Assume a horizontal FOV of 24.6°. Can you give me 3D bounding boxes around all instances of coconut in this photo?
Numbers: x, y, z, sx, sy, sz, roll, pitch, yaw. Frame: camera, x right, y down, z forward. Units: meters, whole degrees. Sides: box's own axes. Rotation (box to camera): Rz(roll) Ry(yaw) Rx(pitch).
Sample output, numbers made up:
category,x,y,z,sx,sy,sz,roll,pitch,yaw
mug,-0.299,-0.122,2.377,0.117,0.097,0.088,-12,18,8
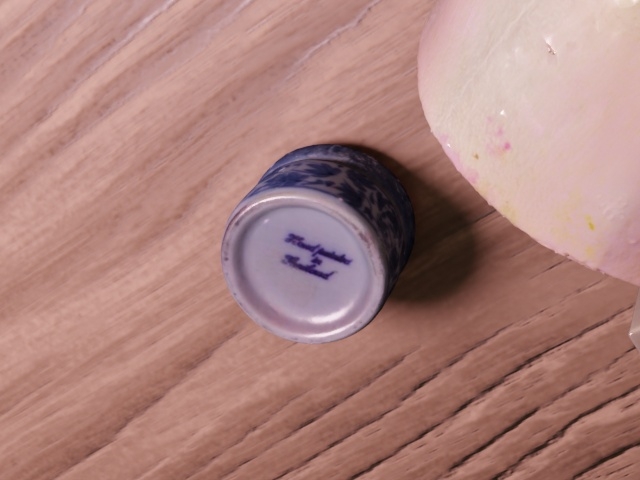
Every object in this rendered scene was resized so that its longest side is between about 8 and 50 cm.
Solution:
category,x,y,z,sx,sy,sz,roll,pitch,yaw
coconut,0.219,-0.122,0.998,0.297,0.297,0.309,31,139,1

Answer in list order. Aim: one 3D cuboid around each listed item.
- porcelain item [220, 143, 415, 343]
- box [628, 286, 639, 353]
category,x,y,z,sx,sy,sz,roll,pitch,yaw
porcelain item,0.000,0.000,1.236,0.147,0.114,0.147,8,120,15
box,0.311,0.020,1.096,0.141,0.201,0.058,-27,105,26
